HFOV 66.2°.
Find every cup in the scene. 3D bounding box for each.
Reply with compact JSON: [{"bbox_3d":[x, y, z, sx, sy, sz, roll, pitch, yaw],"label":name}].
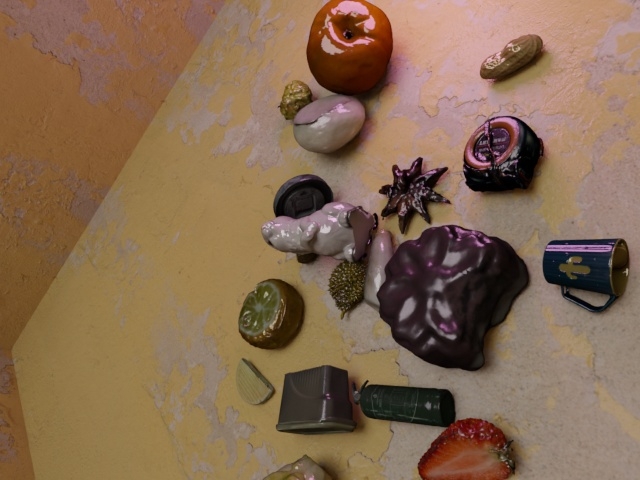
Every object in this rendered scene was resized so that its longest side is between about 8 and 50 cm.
[{"bbox_3d":[0.621,0.077,1.157,0.155,0.131,0.176,6,101,47],"label":"cup"}]

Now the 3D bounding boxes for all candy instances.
[{"bbox_3d":[0.034,-0.433,1.839,0.296,0.185,0.295,-19,30,11],"label":"candy"},{"bbox_3d":[-0.182,0.261,1.760,0.260,0.118,0.259,-20,56,33],"label":"candy"}]

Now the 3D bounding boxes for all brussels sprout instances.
[{"bbox_3d":[-0.073,0.777,1.360,0.316,0.243,0.273,-49,23,6],"label":"brussels sprout"}]

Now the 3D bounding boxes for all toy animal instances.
[{"bbox_3d":[-0.013,-0.026,1.635,0.357,0.258,0.193,-2,93,30],"label":"toy animal"}]

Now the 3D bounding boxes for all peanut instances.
[{"bbox_3d":[0.577,-0.553,1.491,0.194,0.093,0.083,-27,82,26],"label":"peanut"}]

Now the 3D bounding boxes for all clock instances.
[{"bbox_3d":[-0.062,-0.133,1.760,0.226,0.226,0.049,-48,42,13],"label":"clock"}]

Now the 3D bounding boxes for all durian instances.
[{"bbox_3d":[0.079,0.153,1.597,0.147,0.102,0.208,6,79,36],"label":"durian"}]

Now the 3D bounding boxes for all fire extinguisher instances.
[{"bbox_3d":[0.208,0.443,1.355,0.311,0.095,0.114,-10,51,37],"label":"fire extinguisher"}]

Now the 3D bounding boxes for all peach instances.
[{"bbox_3d":[0.109,-0.716,1.828,0.343,0.302,0.342,-1,85,10],"label":"peach"}]

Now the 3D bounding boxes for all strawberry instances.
[{"bbox_3d":[0.353,0.504,1.197,0.236,0.107,0.175,-7,108,28],"label":"strawberry"}]

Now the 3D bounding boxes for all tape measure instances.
[{"bbox_3d":[0.508,-0.239,1.382,0.202,0.135,0.222,-1,67,51],"label":"tape measure"}]

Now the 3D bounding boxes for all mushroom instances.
[{"bbox_3d":[0.193,0.083,1.520,0.103,0.118,0.270,7,70,3],"label":"mushroom"}]

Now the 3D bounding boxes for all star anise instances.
[{"bbox_3d":[0.282,-0.158,1.559,0.272,0.102,0.271,-15,65,35],"label":"star anise"}]

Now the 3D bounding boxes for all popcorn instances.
[{"bbox_3d":[-0.108,-0.585,2.069,0.173,0.142,0.173,8,99,61],"label":"popcorn"}]

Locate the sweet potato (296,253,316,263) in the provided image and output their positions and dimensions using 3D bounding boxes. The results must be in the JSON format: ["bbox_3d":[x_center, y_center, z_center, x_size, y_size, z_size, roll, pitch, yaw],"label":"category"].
[{"bbox_3d":[-0.002,-0.006,1.766,0.233,0.062,0.081,-43,65,14],"label":"sweet potato"}]

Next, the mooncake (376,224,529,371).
[{"bbox_3d":[0.331,0.141,1.319,0.351,0.212,0.381,5,72,48],"label":"mooncake"}]

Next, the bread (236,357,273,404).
[{"bbox_3d":[-0.245,0.521,1.753,0.193,0.036,0.112,33,99,41],"label":"bread"}]

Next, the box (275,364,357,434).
[{"bbox_3d":[-0.016,0.483,1.479,0.274,0.138,0.178,-26,50,44],"label":"box"}]
